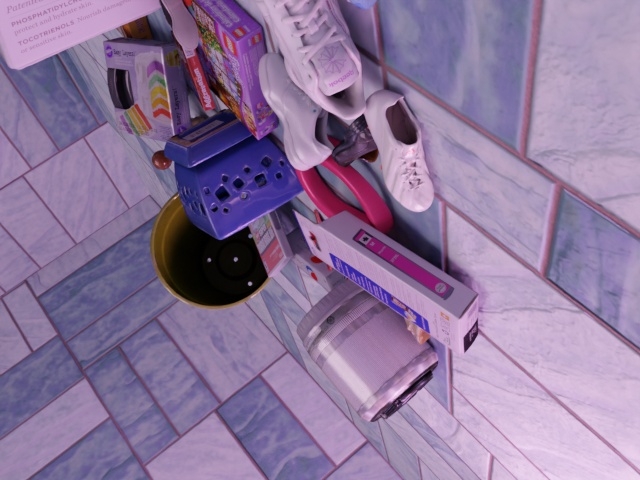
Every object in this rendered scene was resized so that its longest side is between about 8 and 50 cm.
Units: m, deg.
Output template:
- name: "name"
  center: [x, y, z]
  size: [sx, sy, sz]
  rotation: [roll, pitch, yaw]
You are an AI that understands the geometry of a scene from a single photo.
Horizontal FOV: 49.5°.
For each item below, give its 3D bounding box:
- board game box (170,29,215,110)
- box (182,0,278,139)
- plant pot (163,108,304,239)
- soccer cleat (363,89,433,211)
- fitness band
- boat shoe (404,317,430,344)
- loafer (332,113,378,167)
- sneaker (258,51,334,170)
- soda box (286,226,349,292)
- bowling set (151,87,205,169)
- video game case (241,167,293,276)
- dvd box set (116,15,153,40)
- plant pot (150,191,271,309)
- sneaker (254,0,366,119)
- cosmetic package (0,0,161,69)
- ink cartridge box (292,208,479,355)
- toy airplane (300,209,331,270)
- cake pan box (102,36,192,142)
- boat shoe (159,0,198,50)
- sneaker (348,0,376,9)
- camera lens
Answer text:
- name: "board game box"
  center: [-0.279, -0.376, 1.499]
  size: [0.281, 0.027, 0.145]
  rotation: [-127, 19, -64]
- name: "box"
  center: [-0.177, -0.354, 1.349]
  size: [0.201, 0.057, 0.293]
  rotation: [47, 164, 22]
- name: "plant pot"
  center: [-0.210, -0.164, 1.564]
  size: [0.236, 0.236, 0.212]
  rotation: [28, 146, 59]
- name: "soccer cleat"
  center: [0.119, -0.121, 0.984]
  size: [0.076, 0.068, 0.196]
  rotation: [20, 142, 59]
- name: "fitness band"
  center: [0.031, -0.105, 1.315]
  size: [0.291, 0.054, 0.209]
  rotation: [34, 159, 53]
- name: "boat shoe"
  center: [0.195, 0.157, 1.386]
  size: [0.059, 0.063, 0.170]
  rotation: [40, 162, 22]
- name: "loafer"
  center: [0.063, -0.145, 1.104]
  size: [0.061, 0.062, 0.170]
  rotation: [47, 166, 2]
- name: "sneaker"
  center: [-0.032, -0.233, 1.189]
  size: [0.094, 0.080, 0.212]
  rotation: [-21, 90, 38]
- name: "soda box"
  center: [-0.011, 0.046, 1.731]
  size: [0.216, 0.074, 0.069]
  rotation: [36, 157, 47]
- name: "bowling set"
  center: [-0.399, -0.282, 1.937]
  size: [0.287, 0.200, 0.154]
  rotation: [61, 165, -16]
- name: "video game case"
  center: [-0.155, -0.060, 1.813]
  size: [0.285, 0.025, 0.204]
  rotation: [68, 159, 10]
- name: "dvd box set"
  center: [-0.558, -0.700, 1.703]
  size: [0.307, 0.062, 0.420]
  rotation: [48, 165, 16]
- name: "plant pot"
  center: [-0.282, 0.037, 2.081]
  size: [0.366, 0.366, 0.353]
  rotation: [50, 175, 9]
- name: "sneaker"
  center: [-0.006, -0.280, 0.881]
  size: [0.152, 0.114, 0.305]
  rotation: [57, 180, 38]
- name: "cosmetic package"
  center: [-0.516, -0.593, 1.207]
  size: [0.329, 0.327, 0.393]
  rotation: [46, 154, 24]
- name: "ink cartridge box"
  center: [0.117, 0.057, 1.258]
  size: [0.371, 0.069, 0.176]
  rotation: [32, 162, 26]
- name: "toy airplane"
  center: [0.000, 0.000, 1.641]
  size: [0.151, 0.028, 0.151]
  rotation: [34, 132, 47]
- name: "cake pan box"
  center: [-0.444, -0.387, 1.775]
  size: [0.267, 0.070, 0.246]
  rotation: [18, 120, 37]
- name: "boat shoe"
  center: [-0.266, -0.412, 1.289]
  size: [0.125, 0.046, 0.038]
  rotation: [62, 165, -12]
- name: "sneaker"
  center: [0.073, -0.285, 0.750]
  size: [0.073, 0.063, 0.162]
  rotation: [51, 166, -5]
- name: "camera lens"
  center: [0.107, 0.244, 1.542]
  size: [0.274, 0.219, 0.219]
  rotation: [48, 164, 17]
